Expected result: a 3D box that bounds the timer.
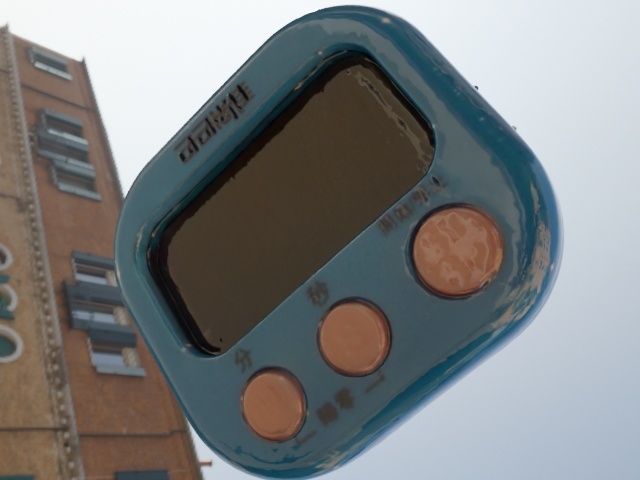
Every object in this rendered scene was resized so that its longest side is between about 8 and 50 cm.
[{"bbox_3d":[0.000,0.000,0.538,0.340,0.115,0.309,-42,-112,15],"label":"timer"}]
